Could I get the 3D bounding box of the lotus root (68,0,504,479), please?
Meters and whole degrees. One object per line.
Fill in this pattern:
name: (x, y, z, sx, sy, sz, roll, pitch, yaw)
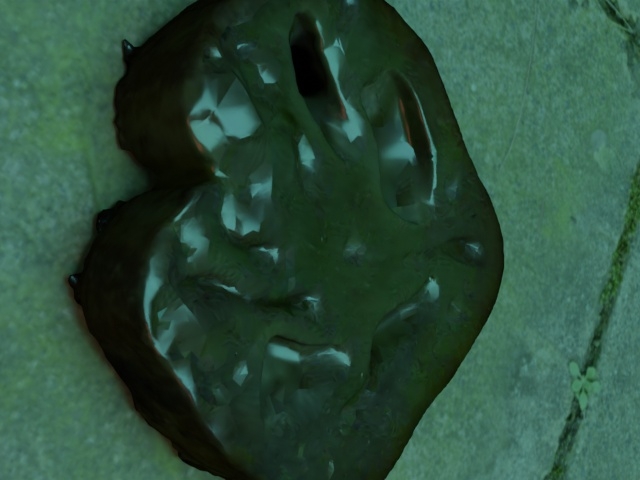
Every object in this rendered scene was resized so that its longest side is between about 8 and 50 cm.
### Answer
lotus root: (0.000, 0.000, 0.760, 0.374, 0.111, 0.391, 7, 82, -45)
